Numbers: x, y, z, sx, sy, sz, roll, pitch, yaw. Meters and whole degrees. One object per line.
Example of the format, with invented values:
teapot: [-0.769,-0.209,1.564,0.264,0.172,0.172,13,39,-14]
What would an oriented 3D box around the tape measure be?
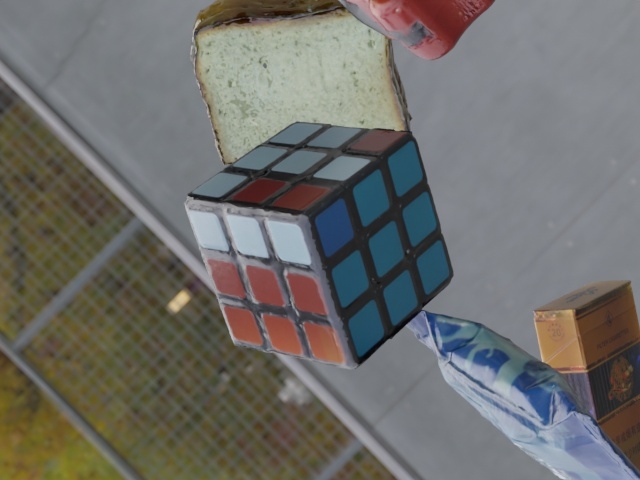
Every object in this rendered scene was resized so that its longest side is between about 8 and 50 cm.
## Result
tape measure: [0.127,-0.338,1.632,0.114,0.253,0.260,38,-173,-37]

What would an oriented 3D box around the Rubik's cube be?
Rubik's cube: [0.000,0.000,1.332,0.163,0.162,0.160,9,127,44]

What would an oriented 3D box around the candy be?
candy: [0.206,0.165,1.409,0.187,0.077,0.331,44,175,-31]

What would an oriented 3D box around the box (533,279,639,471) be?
box: [0.352,0.181,1.858,0.152,0.070,0.237,-20,-82,-49]

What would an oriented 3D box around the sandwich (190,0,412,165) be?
sandwich: [-0.031,-0.243,2.156,0.099,0.301,0.271,-85,-13,-52]
